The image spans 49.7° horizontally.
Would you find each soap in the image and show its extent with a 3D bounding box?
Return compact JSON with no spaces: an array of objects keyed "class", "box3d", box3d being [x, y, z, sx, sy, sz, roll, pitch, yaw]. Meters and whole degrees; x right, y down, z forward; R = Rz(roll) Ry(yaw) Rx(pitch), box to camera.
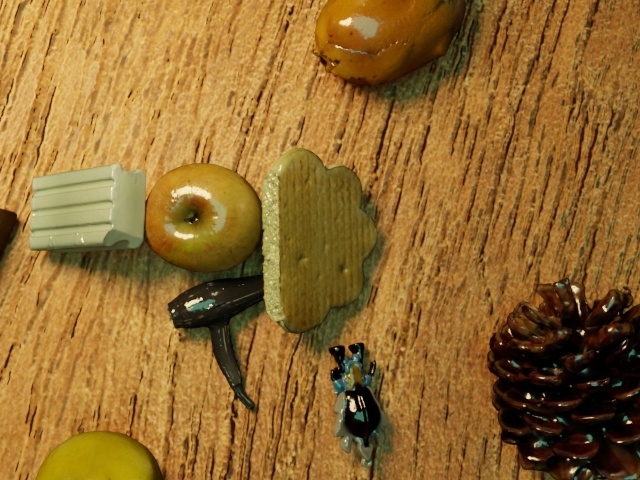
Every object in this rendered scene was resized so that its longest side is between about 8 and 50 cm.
[{"class":"soap","box3d":[-0.354,-0.044,1.041,0.198,0.067,0.118,-3,84,35]}]

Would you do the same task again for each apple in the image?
[{"class":"apple","box3d":[-0.176,-0.034,1.070,0.183,0.155,0.182,0,94,5]}]

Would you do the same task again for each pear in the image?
[{"class":"pear","box3d":[-0.323,0.369,0.999,0.200,0.200,0.199,0,84,-5]}]

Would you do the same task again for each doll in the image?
[{"class":"doll","box3d":[0.058,0.262,1.098,0.096,0.070,0.195,-6,80,-22]}]

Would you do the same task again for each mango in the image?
[{"class":"mango","box3d":[0.116,-0.364,1.125,0.287,0.152,0.201,-35,85,-8]}]

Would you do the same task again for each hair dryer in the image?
[{"class":"hair dryer","box3d":[-0.126,0.163,1.107,0.196,0.075,0.219,-16,96,-15]}]

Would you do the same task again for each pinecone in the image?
[{"class":"pinecone","box3d":[0.400,0.199,1.046,0.298,0.242,0.295,-22,88,-2]}]

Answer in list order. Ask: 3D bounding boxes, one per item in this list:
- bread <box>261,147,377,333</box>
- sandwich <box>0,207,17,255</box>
[{"class":"bread","box3d":[0.000,0.000,1.089,0.207,0.056,0.286,-2,99,-37]},{"class":"sandwich","box3d":[-0.569,0.046,1.041,0.122,0.128,0.235,16,82,5]}]
